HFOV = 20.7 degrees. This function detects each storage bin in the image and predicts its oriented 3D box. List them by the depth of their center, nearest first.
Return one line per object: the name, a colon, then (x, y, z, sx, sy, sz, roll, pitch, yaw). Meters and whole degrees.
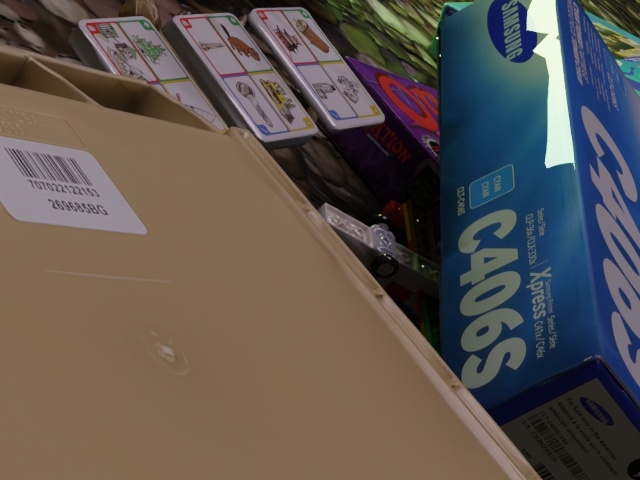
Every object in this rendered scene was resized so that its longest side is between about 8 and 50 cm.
storage bin: (-0.071, 0.065, 0.413, 0.260, 0.123, 0.262, 50, 21, 25)

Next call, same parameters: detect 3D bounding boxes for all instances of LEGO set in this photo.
LEGO set: (0.000, 0.000, 0.810, 0.244, 0.060, 0.182, 53, 31, 13)

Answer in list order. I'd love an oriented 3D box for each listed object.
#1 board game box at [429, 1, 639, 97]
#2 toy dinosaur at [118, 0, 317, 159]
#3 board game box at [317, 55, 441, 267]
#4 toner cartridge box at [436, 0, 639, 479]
board game box: (0.215, -0.128, 1.372, 0.160, 0.047, 0.210, -10, 35, -45)
toy dinosaur: (-0.041, -0.056, 0.879, 0.183, 0.053, 0.092, 53, 35, -6)
board game box: (0.152, -0.004, 1.128, 0.208, 0.056, 0.347, 47, 19, 28)
toner cartridge box: (0.128, 0.018, 0.834, 0.165, 0.075, 0.348, 53, 22, -27)
